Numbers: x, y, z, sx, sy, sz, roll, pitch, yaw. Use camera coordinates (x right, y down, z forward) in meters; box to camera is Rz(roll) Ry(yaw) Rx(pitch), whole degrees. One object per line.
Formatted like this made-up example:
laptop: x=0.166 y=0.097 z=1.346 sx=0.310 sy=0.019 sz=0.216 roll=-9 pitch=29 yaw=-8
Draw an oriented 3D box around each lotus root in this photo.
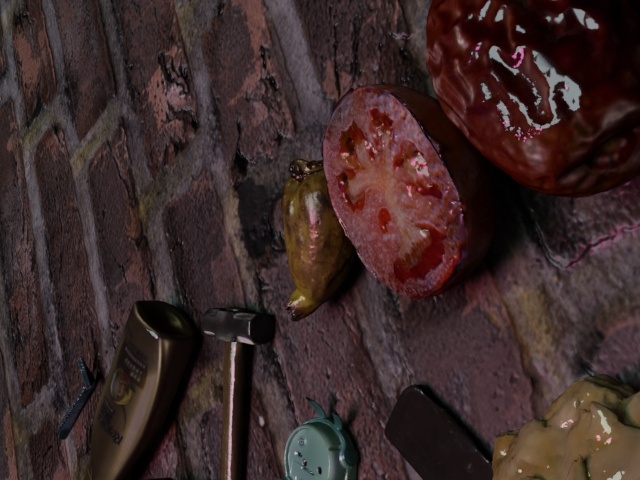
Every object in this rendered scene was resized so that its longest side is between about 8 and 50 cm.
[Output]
lotus root: x=0.000 y=0.000 z=0.998 sx=0.108 sy=0.095 sz=0.190 roll=-138 pitch=49 yaw=-76

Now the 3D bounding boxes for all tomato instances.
tomato: x=0.092 y=-0.057 z=0.853 sx=0.225 sy=0.085 sz=0.224 roll=44 pitch=147 yaw=38

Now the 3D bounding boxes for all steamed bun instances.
steamed bun: x=0.224 y=0.245 z=0.672 sx=0.295 sy=0.137 sz=0.292 roll=41 pitch=119 yaw=41

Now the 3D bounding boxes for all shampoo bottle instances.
shampoo bottle: x=-0.287 y=0.261 z=1.300 sx=0.125 sy=0.084 sz=0.350 roll=44 pitch=119 yaw=40

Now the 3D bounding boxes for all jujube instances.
jujube: x=0.185 y=-0.155 z=0.726 sx=0.183 sy=0.183 sz=0.243 roll=-51 pitch=40 yaw=33

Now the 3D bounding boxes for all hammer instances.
hammer: x=-0.114 y=0.271 z=1.138 sx=0.111 sy=0.044 sz=0.365 roll=0 pitch=88 yaw=48

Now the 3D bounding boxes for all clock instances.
clock: x=-0.002 y=0.252 z=1.001 sx=0.101 sy=0.041 sz=0.134 roll=16 pitch=98 yaw=49

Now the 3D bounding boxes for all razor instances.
razor: x=-0.423 y=0.286 z=1.499 sx=0.066 sy=0.033 sz=0.190 roll=59 pitch=133 yaw=35

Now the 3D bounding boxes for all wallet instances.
wallet: x=0.124 y=0.218 z=0.875 sx=0.157 sy=0.018 sz=0.082 roll=43 pitch=118 yaw=43

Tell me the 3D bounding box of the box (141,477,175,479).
box: x=-0.202 y=0.453 z=1.158 sx=0.153 sy=0.074 sz=0.239 roll=-6 pitch=86 yaw=56
